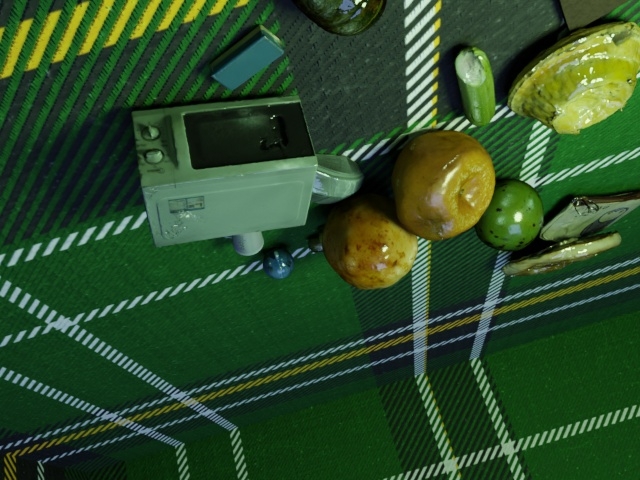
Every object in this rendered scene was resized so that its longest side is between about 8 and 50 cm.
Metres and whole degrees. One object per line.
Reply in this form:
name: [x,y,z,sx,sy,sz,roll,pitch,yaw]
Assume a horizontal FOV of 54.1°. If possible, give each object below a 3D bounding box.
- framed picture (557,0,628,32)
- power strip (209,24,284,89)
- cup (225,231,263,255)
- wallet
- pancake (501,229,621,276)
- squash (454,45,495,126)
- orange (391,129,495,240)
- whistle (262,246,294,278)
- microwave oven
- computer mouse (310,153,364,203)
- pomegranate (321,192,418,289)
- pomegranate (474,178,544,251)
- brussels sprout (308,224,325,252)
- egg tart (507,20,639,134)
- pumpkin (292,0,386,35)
framed picture: [0.502,-0.447,1.094,0.168,0.023,0.128,-28,152,21]
power strip: [-0.123,-0.296,1.025,0.123,0.032,0.056,-29,150,25]
cup: [-0.190,-0.024,1.479,0.104,0.074,0.116,11,150,9]
wallet: [0.832,-0.072,1.928,0.335,0.068,0.275,-8,159,-23]
pancake: [0.775,0.052,2.042,0.382,0.071,0.382,-14,169,-3]
squash: [0.304,-0.296,1.223,0.069,0.069,0.239,-21,153,10]
orange: [0.250,-0.122,1.378,0.249,0.183,0.249,-19,124,-32]
whistle: [-0.110,0.068,1.669,0.090,0.090,0.158,-14,153,-4]
microwave oven: [-0.177,-0.132,1.145,0.295,0.181,0.237,-9,154,-13]
computer mouse: [-0.003,-0.127,1.371,0.231,0.071,0.126,4,147,-33]
pomegranate: [0.121,0.002,1.502,0.248,0.248,0.248,-13,153,-7]
pomegranate: [0.461,-0.073,1.636,0.247,0.202,0.202,18,149,1]
brussels sprout: [0.001,0.000,1.639,0.051,0.046,0.083,36,136,-6]
egg tart: [0.522,-0.309,1.255,0.290,0.115,0.290,-15,157,-6]
pumpkin: [0.028,-0.360,0.914,0.119,0.108,0.183,-30,149,36]
